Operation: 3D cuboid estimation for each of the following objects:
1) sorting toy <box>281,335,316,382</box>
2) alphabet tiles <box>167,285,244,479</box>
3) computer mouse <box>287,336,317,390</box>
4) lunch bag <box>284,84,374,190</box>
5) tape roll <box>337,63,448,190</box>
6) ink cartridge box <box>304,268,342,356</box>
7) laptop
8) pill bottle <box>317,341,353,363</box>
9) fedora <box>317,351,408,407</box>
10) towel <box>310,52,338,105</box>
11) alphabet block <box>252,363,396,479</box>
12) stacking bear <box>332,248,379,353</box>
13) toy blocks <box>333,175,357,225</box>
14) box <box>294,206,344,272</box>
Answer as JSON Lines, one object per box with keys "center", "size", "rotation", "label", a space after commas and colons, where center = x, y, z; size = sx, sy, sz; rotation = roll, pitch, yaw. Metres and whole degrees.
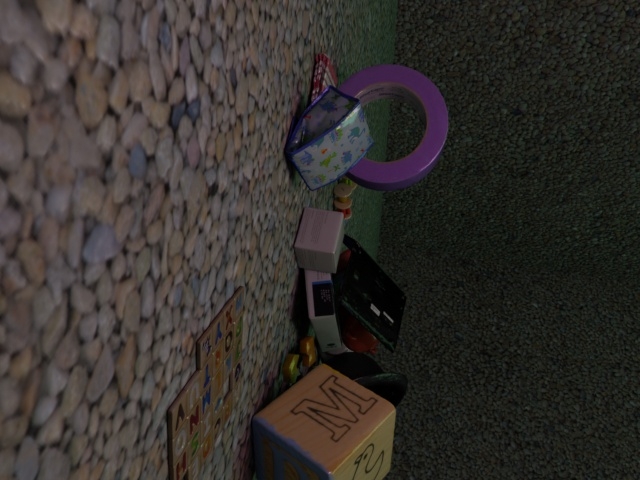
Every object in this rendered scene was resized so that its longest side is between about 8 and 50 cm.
{"center": [-0.035, 0.383, 1.213], "size": [0.229, 0.041, 0.307], "rotation": [-31, 120, -54], "label": "sorting toy"}
{"center": [-0.145, 0.199, 0.733], "size": [0.237, 0.009, 0.198], "rotation": [-61, 158, -66], "label": "alphabet tiles"}
{"center": [-0.050, 0.362, 1.323], "size": [0.184, 0.060, 0.262], "rotation": [-49, 135, -65], "label": "computer mouse"}
{"center": [0.010, -0.176, 0.991], "size": [0.151, 0.096, 0.129], "rotation": [-50, 148, -9], "label": "lunch bag"}
{"center": [0.150, -0.256, 1.265], "size": [0.090, 0.274, 0.275], "rotation": [39, 60, -79], "label": "tape roll"}
{"center": [0.010, 0.160, 1.340], "size": [0.333, 0.065, 0.166], "rotation": [81, 1, -65], "label": "ink cartridge box"}
{"center": [0.096, 0.112, 1.372], "size": [0.234, 0.136, 0.264], "rotation": [44, 48, -31], "label": "laptop"}
{"center": [0.052, 0.336, 1.709], "size": [0.216, 0.121, 0.121], "rotation": [79, 22, -63], "label": "pill bottle"}
{"center": [0.079, 0.424, 1.587], "size": [0.334, 0.333, 0.153], "rotation": [89, -21, -47], "label": "fedora"}
{"center": [-0.003, -0.260, 1.117], "size": [0.144, 0.029, 0.197], "rotation": [17, 85, -80], "label": "towel"}
{"center": [0.007, 0.389, 1.049], "size": [0.197, 0.193, 0.193], "rotation": [-30, 133, -41], "label": "alphabet block"}
{"center": [0.099, 0.185, 1.506], "size": [0.175, 0.164, 0.289], "rotation": [44, 18, -26], "label": "stacking bear"}
{"center": [0.073, -0.124, 1.607], "size": [0.148, 0.054, 0.123], "rotation": [87, 16, -52], "label": "toy blocks"}
{"center": [0.000, 0.000, 1.177], "size": [0.102, 0.087, 0.101], "rotation": [82, 20, -60], "label": "box"}
